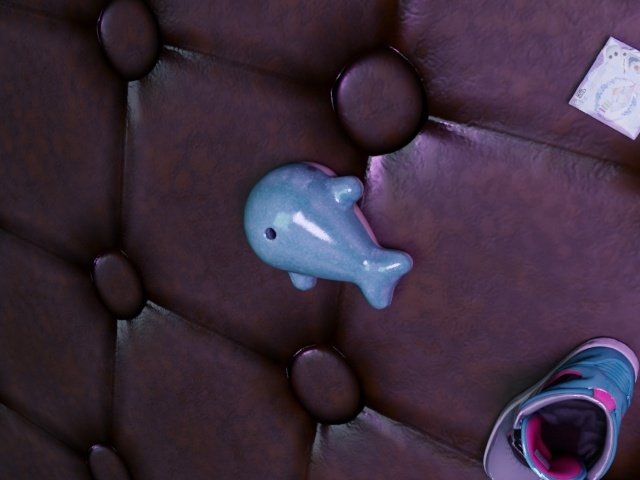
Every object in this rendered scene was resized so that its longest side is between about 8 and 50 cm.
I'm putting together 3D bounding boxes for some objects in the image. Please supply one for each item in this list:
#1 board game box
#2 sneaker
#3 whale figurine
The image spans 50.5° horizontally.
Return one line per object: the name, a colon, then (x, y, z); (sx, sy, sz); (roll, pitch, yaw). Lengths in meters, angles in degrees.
board game box: (0.362, -0.182, 0.811); (0.090, 0.020, 0.090); (36, 121, 18)
sneaker: (0.298, 0.271, 0.899); (0.124, 0.178, 0.295); (39, 122, 16)
whale figurine: (0.000, 0.000, 1.020); (0.272, 0.141, 0.216); (38, 121, 16)
